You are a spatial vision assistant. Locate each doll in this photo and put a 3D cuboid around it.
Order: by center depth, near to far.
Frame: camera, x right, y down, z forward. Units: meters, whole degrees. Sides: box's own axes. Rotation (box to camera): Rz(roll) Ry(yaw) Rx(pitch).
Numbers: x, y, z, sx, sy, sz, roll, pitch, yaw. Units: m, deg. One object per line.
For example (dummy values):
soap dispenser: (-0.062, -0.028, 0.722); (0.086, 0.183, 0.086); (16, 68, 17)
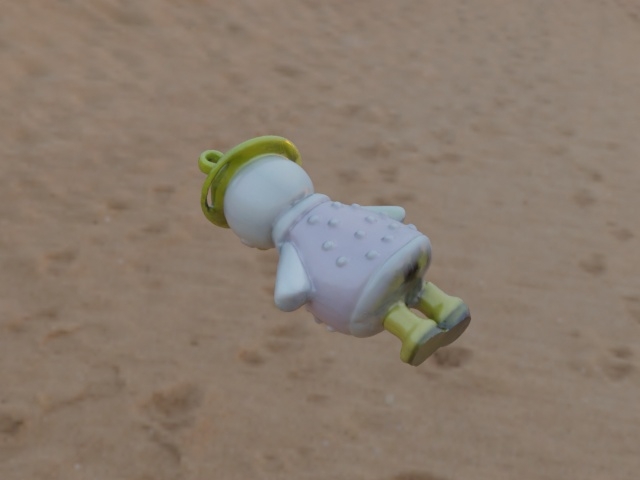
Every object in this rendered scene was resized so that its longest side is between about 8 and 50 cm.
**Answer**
doll: (0.000, 0.000, 0.833); (0.207, 0.081, 0.129); (36, 44, 21)
